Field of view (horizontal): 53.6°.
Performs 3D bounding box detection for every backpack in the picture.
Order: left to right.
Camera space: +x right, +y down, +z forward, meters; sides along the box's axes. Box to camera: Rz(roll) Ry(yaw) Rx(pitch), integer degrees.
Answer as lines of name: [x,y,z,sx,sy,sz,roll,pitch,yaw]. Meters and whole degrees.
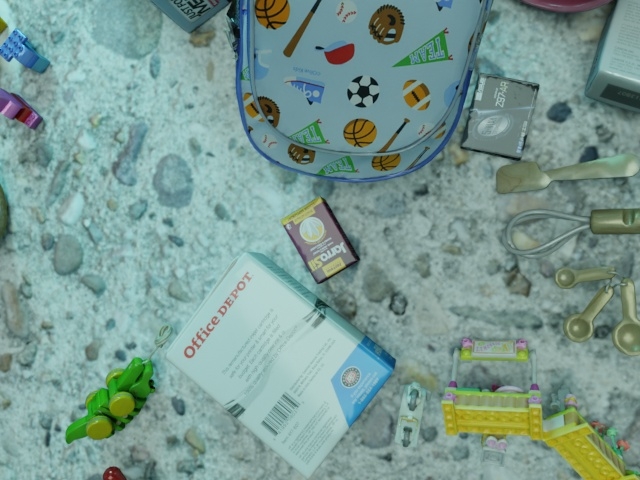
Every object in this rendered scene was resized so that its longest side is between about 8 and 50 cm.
backpack: [0.035,-0.185,0.600,0.276,0.213,0.264,8,130,3]

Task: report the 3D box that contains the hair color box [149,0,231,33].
hair color box: [-0.068,-0.427,0.694,0.374,0.113,0.185,-35,84,8]

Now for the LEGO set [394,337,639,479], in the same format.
LEGO set: [0.226,0.182,0.661,0.286,0.107,0.132,16,127,5]

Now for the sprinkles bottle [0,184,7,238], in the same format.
sprinkles bottle: [-0.574,-0.022,0.773,0.355,0.121,0.121,-7,88,9]

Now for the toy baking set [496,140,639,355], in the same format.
toy baking set: [0.293,-0.006,0.625,0.196,0.030,0.256,-37,70,21]

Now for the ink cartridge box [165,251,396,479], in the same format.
ink cartridge box: [-0.041,0.129,0.695,0.203,0.086,0.148,39,95,9]

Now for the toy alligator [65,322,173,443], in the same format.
toy alligator: [-0.223,0.178,0.747,0.190,0.056,0.051,-46,124,5]

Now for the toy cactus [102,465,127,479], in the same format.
toy cactus: [-0.215,0.385,0.724,0.180,0.112,0.219,21,84,0]

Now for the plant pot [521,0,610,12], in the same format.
plant pot: [0.255,-0.358,0.607,0.201,0.201,0.180,37,80,8]

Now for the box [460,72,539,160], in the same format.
box: [0.195,-0.135,0.692,0.067,0.018,0.083,15,92,9]

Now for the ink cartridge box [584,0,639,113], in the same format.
ink cartridge box: [0.399,-0.228,0.653,0.188,0.066,0.233,20,72,10]

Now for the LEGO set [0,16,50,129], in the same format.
LEGO set: [-0.422,-0.248,0.763,0.227,0.093,0.087,43,96,8]

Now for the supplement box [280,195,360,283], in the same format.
supplement box: [0.000,0.000,0.711,0.055,0.043,0.083,-32,85,7]
